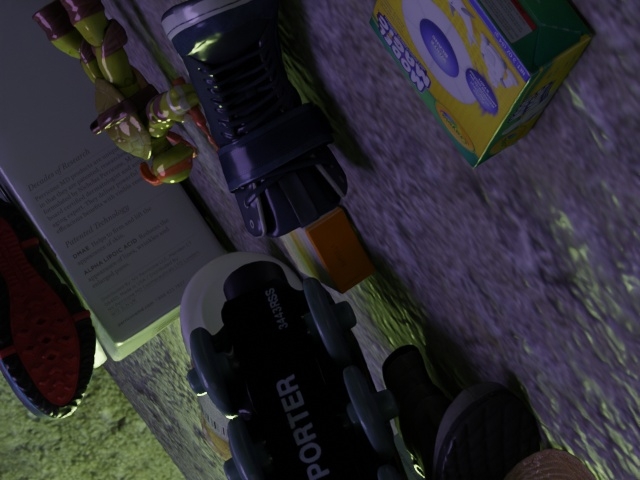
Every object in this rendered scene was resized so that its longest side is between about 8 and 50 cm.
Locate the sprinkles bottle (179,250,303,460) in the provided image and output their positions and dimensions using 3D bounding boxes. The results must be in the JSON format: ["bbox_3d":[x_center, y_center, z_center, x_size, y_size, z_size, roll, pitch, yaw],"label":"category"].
[{"bbox_3d":[-0.070,0.126,1.955,0.121,0.121,0.355,53,167,17],"label":"sprinkles bottle"}]

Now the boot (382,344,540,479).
[{"bbox_3d":[0.091,0.141,1.498,0.161,0.083,0.246,56,167,31],"label":"boot"}]

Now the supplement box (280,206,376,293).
[{"bbox_3d":[0.000,0.000,1.570,0.062,0.036,0.098,61,167,-20],"label":"supplement box"}]

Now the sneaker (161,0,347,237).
[{"bbox_3d":[-0.040,-0.089,1.349,0.226,0.086,0.163,87,159,-84],"label":"sneaker"}]

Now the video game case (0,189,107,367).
[{"bbox_3d":[-0.309,0.029,2.152,0.201,0.023,0.183,51,169,22],"label":"video game case"}]

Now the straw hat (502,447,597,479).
[{"bbox_3d":[0.178,0.220,1.379,0.061,0.144,0.144,17,-170,-30],"label":"straw hat"}]

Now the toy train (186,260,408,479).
[{"bbox_3d":[0.009,0.174,1.515,0.334,0.142,0.190,67,-174,34],"label":"toy train"}]

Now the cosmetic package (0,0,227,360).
[{"bbox_3d":[-0.261,-0.077,2.088,0.385,0.156,0.217,55,170,3],"label":"cosmetic package"}]

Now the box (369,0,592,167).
[{"bbox_3d":[0.076,-0.105,1.015,0.105,0.043,0.179,55,169,9],"label":"box"}]

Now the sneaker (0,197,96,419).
[{"bbox_3d":[-0.306,0.081,2.018,0.262,0.104,0.125,62,155,26],"label":"sneaker"}]

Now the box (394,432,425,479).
[{"bbox_3d":[0.090,0.239,1.747,0.126,0.072,0.137,54,168,12],"label":"box"}]

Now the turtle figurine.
[{"bbox_3d":[-0.179,-0.131,1.802,0.217,0.087,0.269,58,168,-5],"label":"turtle figurine"}]
